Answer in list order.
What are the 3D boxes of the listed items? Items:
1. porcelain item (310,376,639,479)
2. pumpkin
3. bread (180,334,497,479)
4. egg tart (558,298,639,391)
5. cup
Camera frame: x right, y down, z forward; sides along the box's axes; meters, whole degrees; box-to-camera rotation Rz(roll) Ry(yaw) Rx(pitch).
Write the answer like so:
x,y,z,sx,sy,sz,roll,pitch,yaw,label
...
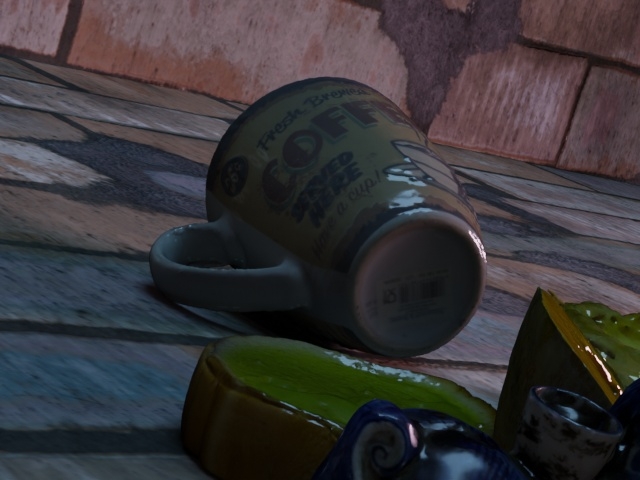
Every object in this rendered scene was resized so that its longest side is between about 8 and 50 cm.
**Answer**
x,y,z,sx,sy,sz,roll,pitch,yaw,label
0.125,0.151,0.971,0.288,0.186,0.138,11,13,-25,porcelain item
0.176,0.145,1.185,0.217,0.110,0.217,45,12,-12,pumpkin
0.018,0.130,1.245,0.236,0.070,0.236,16,9,-3,bread
0.308,0.154,1.423,0.345,0.132,0.345,17,10,-3,egg tart
0.000,0.000,1.628,0.301,0.227,0.257,-16,24,-14,cup
